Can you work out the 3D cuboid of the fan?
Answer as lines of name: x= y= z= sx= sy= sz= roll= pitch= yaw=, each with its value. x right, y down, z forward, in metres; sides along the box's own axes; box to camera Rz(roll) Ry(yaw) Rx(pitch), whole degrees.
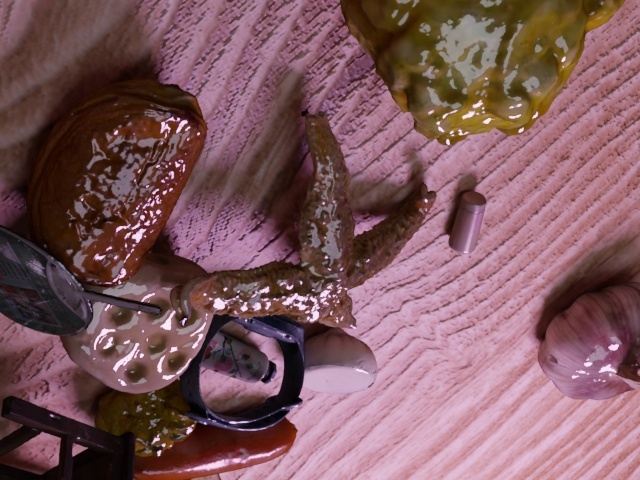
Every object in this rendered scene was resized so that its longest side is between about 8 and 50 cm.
fan: x=-0.341 y=0.072 z=1.639 sx=0.012 sy=0.294 sz=0.223 roll=-62 pitch=177 yaw=-34

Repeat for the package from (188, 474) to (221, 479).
package: x=-0.224 y=0.400 z=2.122 sx=0.131 sy=0.047 sz=0.071 roll=-26 pitch=139 yaw=-9

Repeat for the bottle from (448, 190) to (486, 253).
bottle: x=0.231 y=-0.028 z=2.040 sx=0.045 sy=0.045 sz=0.096 roll=-9 pitch=130 yaw=-27

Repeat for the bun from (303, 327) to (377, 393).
bun: x=0.023 y=0.181 z=2.059 sx=0.138 sy=0.094 sz=0.138 roll=3 pitch=156 yaw=2

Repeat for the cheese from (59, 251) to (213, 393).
cheese: x=-0.250 y=0.100 z=1.789 sx=0.218 sy=0.117 sz=0.235 roll=-26 pitch=135 yaw=-13

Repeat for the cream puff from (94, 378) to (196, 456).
cream puff: x=-0.252 y=0.267 z=1.938 sx=0.146 sy=0.116 sz=0.146 roll=-21 pitch=136 yaw=-21

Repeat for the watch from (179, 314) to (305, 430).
watch: x=-0.109 y=0.191 z=1.928 sx=0.206 sy=0.068 sz=0.193 roll=28 pitch=75 yaw=-37

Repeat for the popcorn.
popcorn: x=0.197 y=-0.288 z=1.614 sx=0.334 sy=0.294 sz=0.292 roll=13 pitch=149 yaw=-38

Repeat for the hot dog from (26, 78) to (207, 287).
hot dog: x=-0.249 y=-0.081 z=1.621 sx=0.196 sy=0.122 sz=0.272 roll=14 pitch=110 yaw=-35

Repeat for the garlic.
garlic: x=0.529 y=0.203 z=2.295 sx=0.245 sy=0.253 sz=0.245 roll=-14 pitch=124 yaw=-21

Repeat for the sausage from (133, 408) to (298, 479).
sausage: x=-0.176 y=0.328 z=2.060 sx=0.300 sy=0.089 sz=0.083 roll=-8 pitch=137 yaw=-28

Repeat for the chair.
chair: x=-0.332 y=0.396 z=1.849 sx=0.416 sy=0.203 sz=0.240 roll=26 pitch=137 yaw=-37

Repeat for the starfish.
starfish: x=0.000 y=0.000 z=1.825 sx=0.432 sy=0.082 sz=0.324 roll=20 pitch=101 yaw=-50

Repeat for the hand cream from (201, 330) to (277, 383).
hand cream: x=-0.160 y=0.163 z=1.961 sx=0.234 sy=0.050 sz=0.080 roll=26 pitch=114 yaw=-38
